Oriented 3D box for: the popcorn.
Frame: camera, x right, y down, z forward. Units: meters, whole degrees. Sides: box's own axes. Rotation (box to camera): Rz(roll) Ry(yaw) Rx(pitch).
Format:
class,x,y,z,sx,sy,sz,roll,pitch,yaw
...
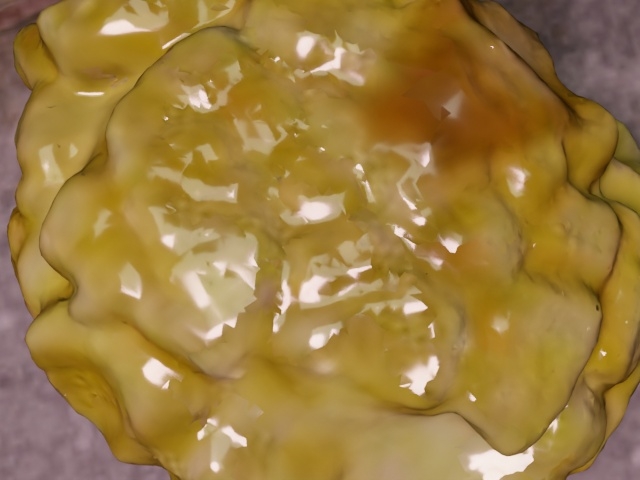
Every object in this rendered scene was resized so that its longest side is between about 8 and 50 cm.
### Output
class,x,y,z,sx,sy,sz,roll,pitch,yaw
popcorn,0.009,-0.008,0.499,0.217,0.181,0.235,-40,85,-5
